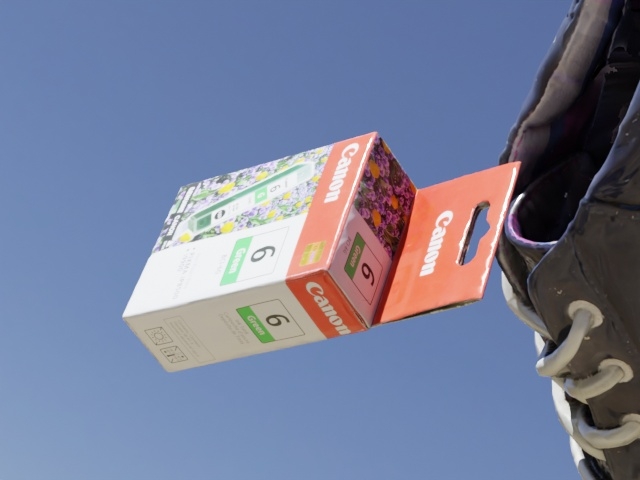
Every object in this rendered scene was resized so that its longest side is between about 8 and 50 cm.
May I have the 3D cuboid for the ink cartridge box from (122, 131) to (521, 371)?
[{"bbox_3d":[0.000,0.000,0.600,0.115,0.063,0.029,-14,-53,32],"label":"ink cartridge box"}]

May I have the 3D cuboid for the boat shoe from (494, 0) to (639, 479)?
[{"bbox_3d":[0.121,0.047,0.746,0.158,0.340,0.127,10,18,-25],"label":"boat shoe"}]
